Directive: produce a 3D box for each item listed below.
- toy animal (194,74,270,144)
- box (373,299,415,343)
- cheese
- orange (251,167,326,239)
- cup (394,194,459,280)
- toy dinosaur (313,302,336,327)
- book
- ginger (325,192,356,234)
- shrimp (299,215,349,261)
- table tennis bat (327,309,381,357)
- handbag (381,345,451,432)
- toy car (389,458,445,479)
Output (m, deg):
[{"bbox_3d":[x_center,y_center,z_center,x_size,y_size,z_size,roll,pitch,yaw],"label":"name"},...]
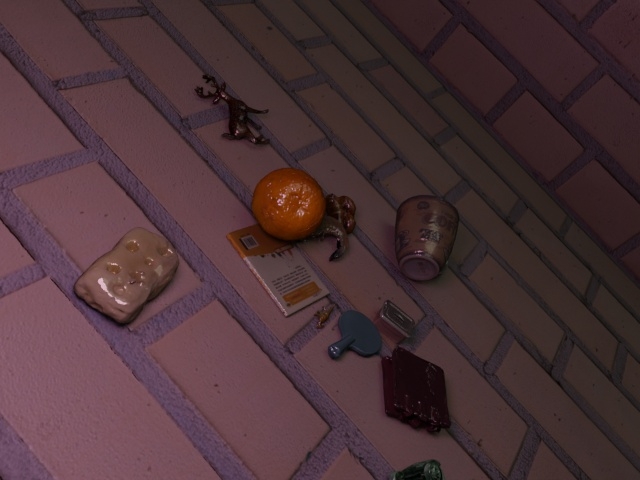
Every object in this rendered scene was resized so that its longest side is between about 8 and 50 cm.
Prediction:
[{"bbox_3d":[-0.292,-0.440,2.151,0.260,0.087,0.243,17,42,-35],"label":"toy animal"},{"bbox_3d":[0.225,0.255,1.964,0.122,0.062,0.089,38,37,-6],"label":"box"},{"bbox_3d":[-0.443,0.075,1.496,0.159,0.093,0.263,40,36,-6],"label":"cheese"},{"bbox_3d":[-0.094,-0.106,1.872,0.219,0.193,0.219,7,78,-37],"label":"orange"},{"bbox_3d":[0.374,0.032,2.244,0.301,0.227,0.257,54,40,-37],"label":"cup"},{"bbox_3d":[0.010,0.210,1.837,0.041,0.026,0.113,44,45,-10],"label":"toy dinosaur"},{"bbox_3d":[-0.120,0.071,1.859,0.295,0.020,0.208,53,37,12],"label":"book"},{"bbox_3d":[0.073,-0.082,2.150,0.103,0.073,0.162,-1,66,-23],"label":"ginger"},{"bbox_3d":[0.000,0.000,2.014,0.219,0.046,0.152,-14,73,-39],"label":"shrimp"},{"bbox_3d":[0.095,0.281,1.841,0.153,0.040,0.244,50,33,11],"label":"table tennis bat"},{"bbox_3d":[0.271,0.434,1.823,0.203,0.074,0.216,25,42,-22],"label":"handbag"},{"bbox_3d":[0.206,0.646,1.508,0.306,0.136,0.125,-29,89,-54],"label":"toy car"}]
